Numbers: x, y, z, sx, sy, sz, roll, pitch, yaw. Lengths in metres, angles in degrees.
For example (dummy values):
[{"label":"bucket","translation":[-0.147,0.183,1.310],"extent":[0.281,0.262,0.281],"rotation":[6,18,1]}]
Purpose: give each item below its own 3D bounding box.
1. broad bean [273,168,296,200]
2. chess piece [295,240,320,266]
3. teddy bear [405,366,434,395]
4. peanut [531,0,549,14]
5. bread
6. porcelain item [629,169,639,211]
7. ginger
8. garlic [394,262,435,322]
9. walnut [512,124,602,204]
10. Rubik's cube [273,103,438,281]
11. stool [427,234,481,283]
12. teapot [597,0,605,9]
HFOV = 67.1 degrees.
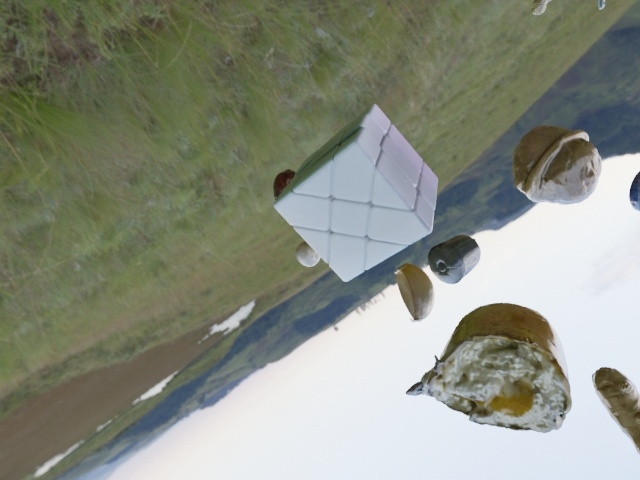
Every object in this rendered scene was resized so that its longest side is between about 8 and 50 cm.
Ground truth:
[{"label":"broad bean","translation":[-0.109,-0.176,1.952],"extent":[0.122,0.229,0.156],"rotation":[-38,-157,-33]},{"label":"chess piece","translation":[0.000,0.000,2.007],"extent":[0.261,0.142,0.143],"rotation":[-50,180,-29]},{"label":"teddy bear","translation":[0.674,0.725,2.368],"extent":[0.362,0.375,0.327],"rotation":[-54,157,-3]},{"label":"peanut","translation":[0.720,-0.782,1.549],"extent":[0.113,0.053,0.054],"rotation":[-60,165,19]},{"label":"bread","translation":[0.518,0.322,1.399],"extent":[0.360,0.251,0.394],"rotation":[3,-161,23]},{"label":"porcelain item","translation":[1.029,-0.150,1.468],"extent":[0.147,0.147,0.114],"rotation":[-35,-153,-14]},{"label":"ginger","translation":[1.105,0.649,1.752],"extent":[0.165,0.376,0.236],"rotation":[2,149,1]},{"label":"garlic","translation":[0.370,0.212,1.904],"extent":[0.145,0.245,0.164],"rotation":[-34,145,32]},{"label":"walnut","translation":[0.813,-0.261,1.676],"extent":[0.285,0.296,0.285],"rotation":[-28,143,-23]},{"label":"Rubik's cube","translation":[0.113,-0.137,1.378],"extent":[0.321,0.319,0.316],"rotation":[-35,-163,31]},{"label":"stool","translation":[0.308,0.040,1.101],"extent":[0.110,0.096,0.096],"rotation":[-27,168,-35]},{"label":"teapot","translation":[0.693,-0.759,1.237],"extent":[0.193,0.295,0.129],"rotation":[-29,175,-37]}]
